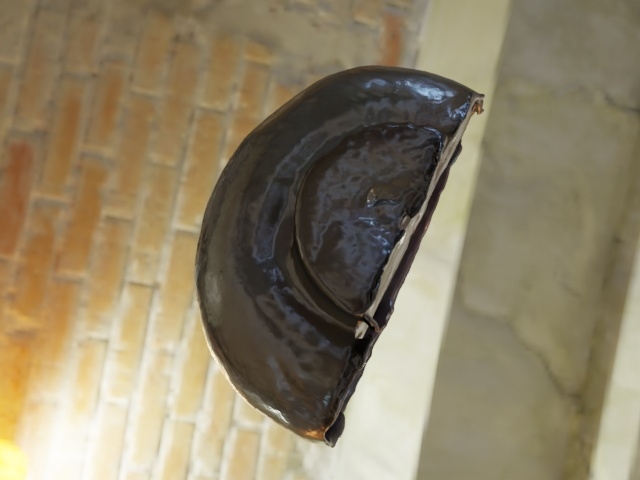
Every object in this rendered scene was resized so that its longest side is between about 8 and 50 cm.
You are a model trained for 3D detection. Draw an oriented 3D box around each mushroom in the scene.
[{"bbox_3d":[0.000,0.000,0.700,0.141,0.117,0.188,63,45,-66],"label":"mushroom"}]
